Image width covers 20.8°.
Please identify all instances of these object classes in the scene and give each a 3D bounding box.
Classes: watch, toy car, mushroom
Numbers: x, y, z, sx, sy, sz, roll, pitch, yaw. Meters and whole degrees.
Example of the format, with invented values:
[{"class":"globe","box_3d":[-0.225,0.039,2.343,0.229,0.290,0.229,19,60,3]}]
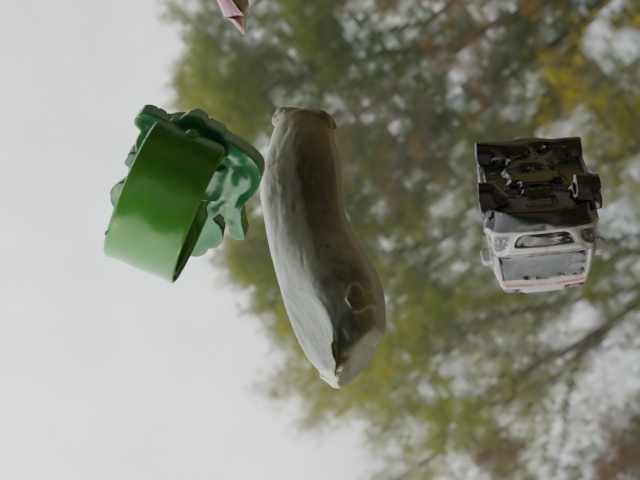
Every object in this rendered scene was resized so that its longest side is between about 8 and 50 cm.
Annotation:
[{"class":"watch","box_3d":[-0.129,-0.025,1.532,0.131,0.165,0.152,23,-144,-2]},{"class":"toy car","box_3d":[0.161,-0.011,1.298,0.210,0.089,0.108,-79,-15,-75]},{"class":"mushroom","box_3d":[-0.002,0.000,1.934,0.097,0.109,0.351,80,176,-64]}]

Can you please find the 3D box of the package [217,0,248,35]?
[{"class":"package","box_3d":[-0.091,-0.245,1.782,0.059,0.029,0.083,61,173,7]}]
